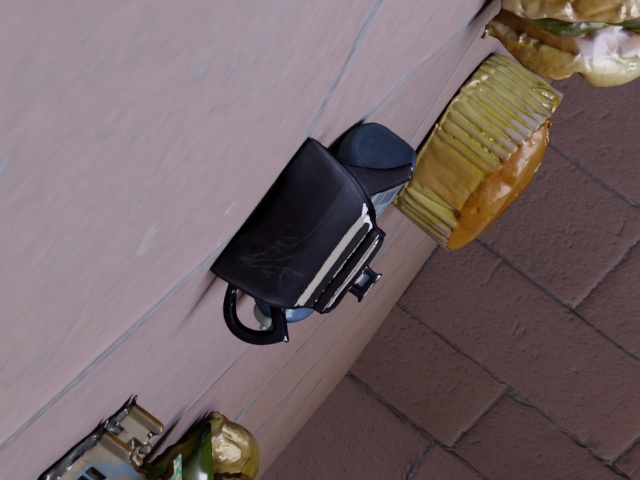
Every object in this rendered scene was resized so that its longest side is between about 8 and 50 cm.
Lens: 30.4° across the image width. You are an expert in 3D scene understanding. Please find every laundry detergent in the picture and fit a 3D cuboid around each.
[{"bbox_3d":[0.001,0.001,0.980,0.206,0.061,0.096,-57,179,31],"label":"laundry detergent"}]

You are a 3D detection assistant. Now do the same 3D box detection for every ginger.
[{"bbox_3d":[-0.109,0.250,1.379,0.205,0.081,0.115,86,19,-51],"label":"ginger"}]

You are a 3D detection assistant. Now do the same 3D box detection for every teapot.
[{"bbox_3d":[0.000,0.005,0.853,0.177,0.096,0.087,-52,173,3],"label":"teapot"}]

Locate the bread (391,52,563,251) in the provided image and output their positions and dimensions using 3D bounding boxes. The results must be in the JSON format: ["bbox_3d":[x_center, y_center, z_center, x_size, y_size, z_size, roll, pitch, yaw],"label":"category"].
[{"bbox_3d":[0.201,-0.104,1.478,0.250,0.133,0.179,-58,167,31],"label":"bread"}]

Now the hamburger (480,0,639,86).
[{"bbox_3d":[0.325,-0.277,1.117,0.330,0.209,0.162,-51,173,-25],"label":"hamburger"}]

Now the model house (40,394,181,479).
[{"bbox_3d":[-0.136,0.282,0.892,0.271,0.206,0.178,-57,171,27],"label":"model house"}]

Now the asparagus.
[{"bbox_3d":[-0.145,0.351,1.168,0.082,0.085,0.343,6,-86,60],"label":"asparagus"}]

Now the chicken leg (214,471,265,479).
[{"bbox_3d":[-0.182,0.394,1.306,0.295,0.182,0.409,-14,150,-42],"label":"chicken leg"}]
